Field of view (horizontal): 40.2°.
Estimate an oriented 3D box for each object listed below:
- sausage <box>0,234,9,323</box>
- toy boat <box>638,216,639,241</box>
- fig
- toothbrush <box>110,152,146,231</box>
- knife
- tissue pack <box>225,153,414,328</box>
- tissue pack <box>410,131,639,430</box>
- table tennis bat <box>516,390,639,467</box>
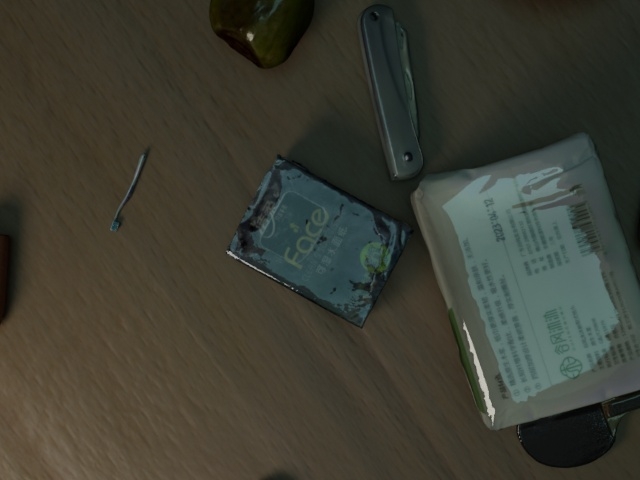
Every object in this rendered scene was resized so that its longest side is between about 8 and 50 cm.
[{"bbox_3d":[-0.516,0.072,1.344,0.065,0.065,0.169,3,89,4],"label":"sausage"},{"bbox_3d":[0.560,-0.068,1.263,0.155,0.085,0.227,26,92,4],"label":"toy boat"},{"bbox_3d":[-0.078,-0.343,1.274,0.144,0.154,0.166,27,134,-33],"label":"fig"},{"bbox_3d":[-0.297,-0.075,1.354,0.013,0.011,0.131,23,92,16],"label":"toothbrush"},{"bbox_3d":[0.109,-0.223,1.313,0.073,0.040,0.265,-10,90,-7],"label":"knife"},{"bbox_3d":[0.000,0.000,1.305,0.235,0.073,0.173,30,91,3],"label":"tissue pack"},{"bbox_3d":[0.298,0.053,1.226,0.266,0.194,0.356,-17,88,4],"label":"tissue pack"},{"bbox_3d":[0.402,0.263,1.308,0.220,0.019,0.130,-20,90,5],"label":"table tennis bat"}]
